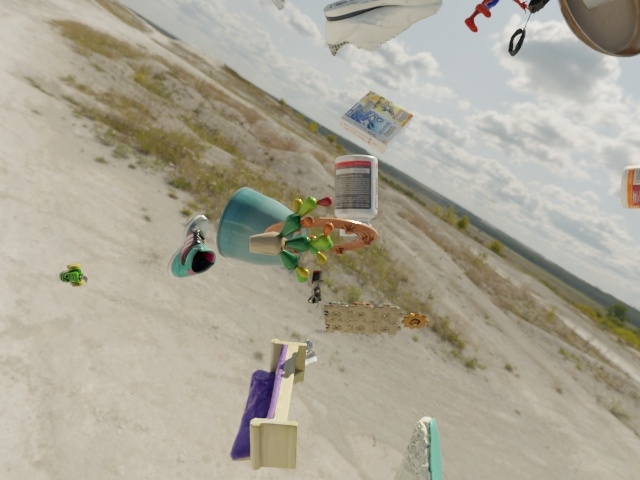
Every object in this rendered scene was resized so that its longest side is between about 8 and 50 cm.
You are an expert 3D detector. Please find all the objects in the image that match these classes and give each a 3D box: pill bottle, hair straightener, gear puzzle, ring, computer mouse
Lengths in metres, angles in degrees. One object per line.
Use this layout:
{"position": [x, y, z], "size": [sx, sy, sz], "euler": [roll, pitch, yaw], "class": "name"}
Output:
{"position": [0.144, -0.177, 1.693], "size": [0.176, 0.319, 0.176], "euler": [0, 1, 0], "class": "pill bottle"}
{"position": [-0.023, 0.204, 1.612], "size": [0.047, 0.230, 0.089], "euler": [-1, 58, -14], "class": "hair straightener"}
{"position": [0.940, -0.146, 1.101], "size": [0.221, 0.121, 0.121], "euler": [3, -9, 43], "class": "pill bottle"}
{"position": [0.179, 0.244, 1.345], "size": [0.338, 0.175, 0.044], "euler": [1, 46, 7], "class": "gear puzzle"}
{"position": [0.000, 0.000, 1.210], "size": [0.336, 0.032, 0.336], "euler": [1, -16, 0], "class": "ring"}
{"position": [0.596, -0.623, 1.152], "size": [0.041, 0.242, 0.071], "euler": [23, 9, -21], "class": "computer mouse"}

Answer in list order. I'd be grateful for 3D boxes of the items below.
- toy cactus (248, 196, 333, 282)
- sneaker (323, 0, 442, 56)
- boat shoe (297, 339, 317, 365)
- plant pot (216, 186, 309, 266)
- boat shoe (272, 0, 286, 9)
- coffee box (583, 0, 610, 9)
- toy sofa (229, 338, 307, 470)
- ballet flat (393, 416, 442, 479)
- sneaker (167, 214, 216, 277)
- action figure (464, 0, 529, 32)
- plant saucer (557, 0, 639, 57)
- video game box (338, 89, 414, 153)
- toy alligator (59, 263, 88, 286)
{"position": [-0.062, -0.003, 0.891], "size": [0.180, 0.219, 0.112], "euler": [-1, 45, -14], "class": "toy cactus"}
{"position": [0.124, -0.438, 0.830], "size": [0.235, 0.095, 0.090], "euler": [-8, 37, 3], "class": "sneaker"}
{"position": [-0.073, 0.403, 1.475], "size": [0.183, 0.065, 0.083], "euler": [18, 56, -67], "class": "boat shoe"}
{"position": [-0.189, -0.026, 1.485], "size": [0.255, 0.272, 0.271], "euler": [19, 10, 15], "class": "plant pot"}
{"position": [-0.151, -0.930, 1.510], "size": [0.109, 0.094, 0.302], "euler": [43, 25, -36], "class": "boat shoe"}
{"position": [0.580, -0.675, 0.694], "size": [0.334, 0.338, 0.337], "euler": [-11, -1, 39], "class": "coffee box"}
{"position": [-0.139, 0.445, 1.180], "size": [0.177, 0.150, 0.362], "euler": [5, 21, 1], "class": "toy sofa"}
{"position": [0.253, 0.669, 1.056], "size": [0.147, 0.147, 0.409], "euler": [22, 54, -33], "class": "ballet flat"}
{"position": [-0.506, 0.025, 1.739], "size": [0.178, 0.296, 0.124], "euler": [4, -27, 30], "class": "sneaker"}
{"position": [0.535, -0.676, 1.169], "size": [0.139, 0.280, 0.091], "euler": [39, -18, -6], "class": "action figure"}
{"position": [0.660, -0.565, 0.964], "size": [0.310, 0.311, 0.050], "euler": [27, -14, -14], "class": "plant saucer"}
{"position": [0.194, -0.413, 1.432], "size": [0.187, 0.205, 0.048], "euler": [35, -30, 10], "class": "video game box"}
{"position": [-0.656, 0.095, 1.094], "size": [0.051, 0.056, 0.189], "euler": [-12, 9, -36], "class": "toy alligator"}
